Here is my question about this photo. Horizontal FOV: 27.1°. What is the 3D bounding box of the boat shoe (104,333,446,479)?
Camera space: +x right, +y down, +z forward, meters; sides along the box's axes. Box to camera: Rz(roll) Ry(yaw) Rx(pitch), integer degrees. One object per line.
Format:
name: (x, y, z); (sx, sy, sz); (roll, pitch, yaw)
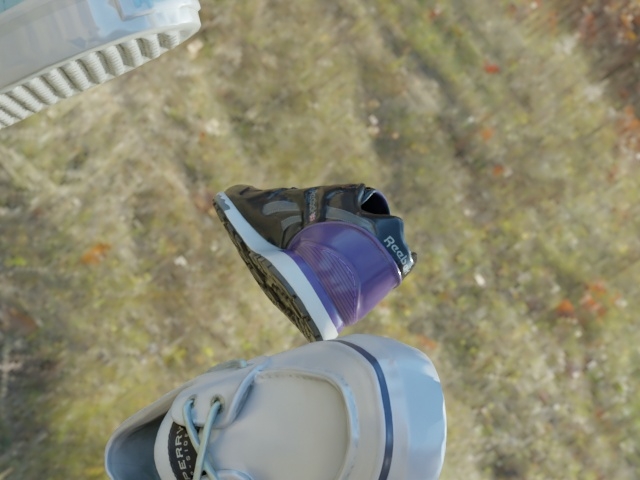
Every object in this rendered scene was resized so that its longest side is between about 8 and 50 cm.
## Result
boat shoe: (-0.031, 0.091, 0.548); (0.076, 0.226, 0.083); (2, 72, -25)

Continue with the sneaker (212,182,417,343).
sneaker: (0.000, 0.000, 1.157); (0.107, 0.124, 0.283); (61, -8, -26)

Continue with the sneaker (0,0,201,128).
sneaker: (-0.225, -0.134, 0.753); (0.135, 0.366, 0.150); (-18, 92, -59)
